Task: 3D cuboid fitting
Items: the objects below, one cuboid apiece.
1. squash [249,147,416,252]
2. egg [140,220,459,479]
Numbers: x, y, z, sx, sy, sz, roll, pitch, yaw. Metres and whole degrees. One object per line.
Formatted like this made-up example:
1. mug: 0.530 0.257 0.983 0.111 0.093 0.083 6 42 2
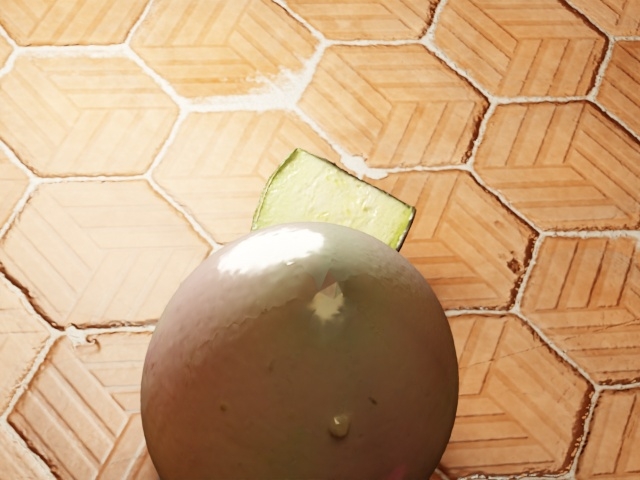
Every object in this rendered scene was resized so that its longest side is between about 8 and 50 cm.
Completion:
1. squash: 0.002 0.002 2.345 0.192 0.085 0.184 29 80 8
2. egg: -0.017 0.132 2.000 0.354 0.340 0.354 3 58 -5
